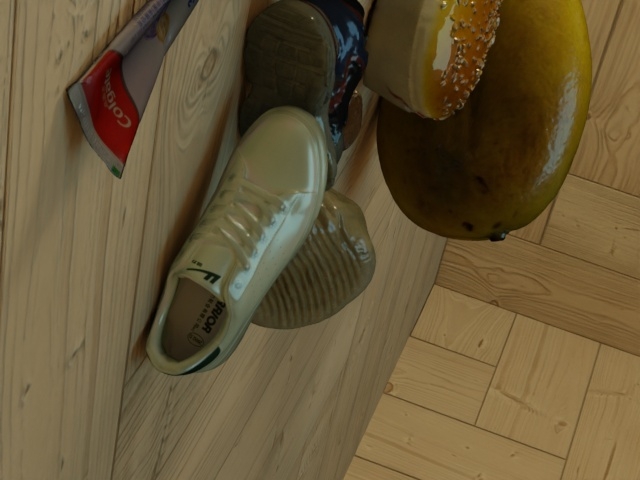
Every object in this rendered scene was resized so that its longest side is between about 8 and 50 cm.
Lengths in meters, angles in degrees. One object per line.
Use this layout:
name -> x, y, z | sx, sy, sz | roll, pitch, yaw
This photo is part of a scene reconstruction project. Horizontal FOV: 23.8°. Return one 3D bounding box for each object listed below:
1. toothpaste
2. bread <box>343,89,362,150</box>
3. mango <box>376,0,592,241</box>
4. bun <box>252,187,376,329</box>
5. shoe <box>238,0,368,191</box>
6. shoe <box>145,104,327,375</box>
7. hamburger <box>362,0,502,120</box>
toothpaste -> -0.090, -0.171, 1.055 | 0.075, 0.048, 0.301 | 104, 12, -53
bread -> 0.007, -0.138, 1.682 | 0.085, 0.053, 0.085 | -40, 146, -35
mango -> 0.236, -0.215, 2.152 | 0.220, 0.301, 0.445 | -3, 106, -62
bun -> -0.027, 0.004, 1.570 | 0.113, 0.166, 0.173 | 62, -35, 37
shoe -> -0.008, -0.152, 1.401 | 0.228, 0.099, 0.125 | 92, 22, -50
shoe -> -0.075, 0.009, 1.334 | 0.265, 0.095, 0.110 | -66, 170, 14
hamburger -> 0.156, -0.303, 1.947 | 0.227, 0.151, 0.295 | 70, 42, -72
